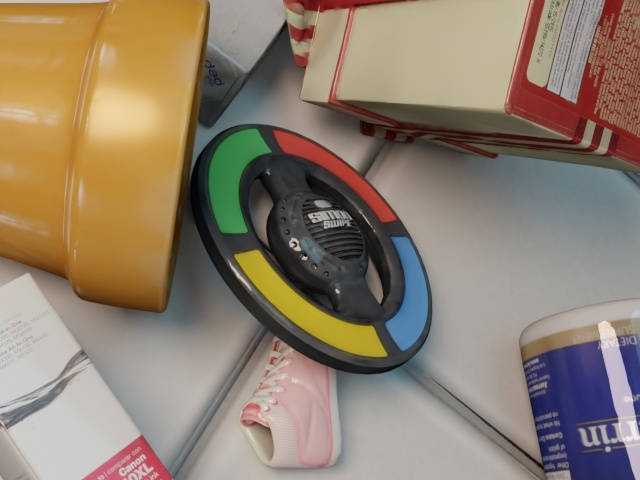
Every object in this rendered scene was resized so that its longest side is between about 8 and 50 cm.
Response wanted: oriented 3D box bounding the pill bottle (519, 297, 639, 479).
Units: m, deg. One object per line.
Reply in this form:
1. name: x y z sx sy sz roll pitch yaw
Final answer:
1. pill bottle: 0.267 0.192 0.644 0.153 0.153 0.265 3 68 -28

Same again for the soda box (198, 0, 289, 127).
1. soda box: -0.056 -0.240 0.681 0.098 0.091 0.286 34 57 -11

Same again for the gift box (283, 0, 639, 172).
1. gift box: 0.132 -0.206 0.629 0.276 0.258 0.255 17 90 -39

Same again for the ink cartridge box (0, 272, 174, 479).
1. ink cartridge box: -0.168 0.107 0.460 0.063 0.109 0.150 -34 88 -34

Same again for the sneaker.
1. sneaker: -0.027 0.105 0.576 0.070 0.051 0.134 2 73 -34

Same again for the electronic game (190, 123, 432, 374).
1. electronic game: 0.000 0.000 0.599 0.229 0.048 0.229 29 38 -25

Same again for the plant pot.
1. plant pot: -0.178 -0.067 0.490 0.187 0.205 0.205 8 65 -9
